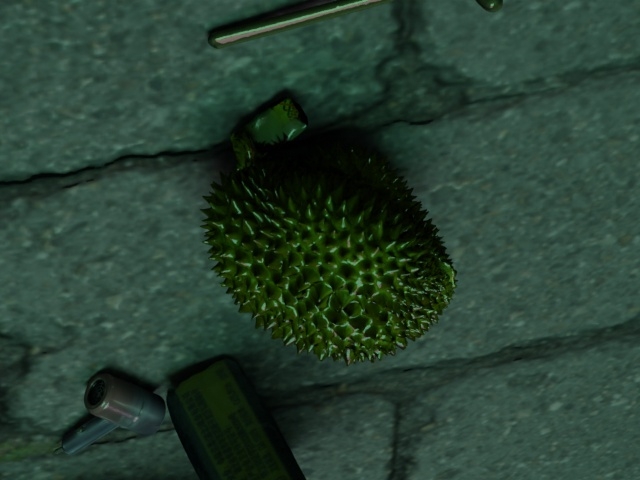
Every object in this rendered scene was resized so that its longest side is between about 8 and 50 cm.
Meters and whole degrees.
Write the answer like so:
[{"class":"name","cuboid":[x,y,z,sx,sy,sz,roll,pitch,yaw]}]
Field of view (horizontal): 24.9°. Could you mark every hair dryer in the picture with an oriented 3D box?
[{"class":"hair dryer","cuboid":[-0.192,0.156,1.229,0.114,0.037,0.063,-34,136,29]}]

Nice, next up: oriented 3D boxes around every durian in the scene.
[{"class":"durian","cuboid":[0.003,0.013,1.035,0.198,0.159,0.146,23,120,-37]}]

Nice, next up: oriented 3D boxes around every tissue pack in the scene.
[{"class":"tissue pack","cuboid":[-0.029,0.245,1.203,0.081,0.257,0.185,-29,140,-6]}]

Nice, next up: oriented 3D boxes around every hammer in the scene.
[{"class":"hammer","cuboid":[0.022,-0.147,0.948,0.195,0.060,0.028,-15,140,4]}]
